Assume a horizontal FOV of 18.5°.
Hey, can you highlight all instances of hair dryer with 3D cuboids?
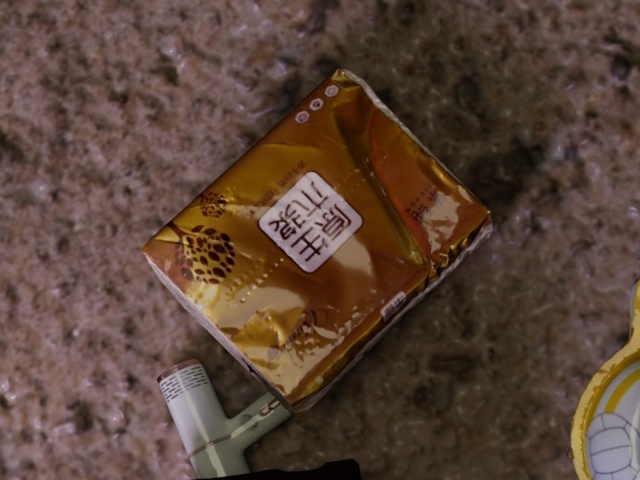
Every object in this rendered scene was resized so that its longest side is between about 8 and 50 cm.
[{"bbox_3d":[-0.020,0.142,1.567,0.183,0.044,0.155,-24,78,2],"label":"hair dryer"}]

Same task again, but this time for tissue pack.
[{"bbox_3d":[0.000,0.000,1.549,0.226,0.092,0.183,-43,74,-6],"label":"tissue pack"}]

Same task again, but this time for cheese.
[{"bbox_3d":[0.280,0.118,1.499,0.177,0.069,0.270,3,80,11],"label":"cheese"}]

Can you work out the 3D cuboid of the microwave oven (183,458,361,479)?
[{"bbox_3d":[-0.046,0.297,1.441,0.178,0.188,0.247,-9,94,9],"label":"microwave oven"}]
